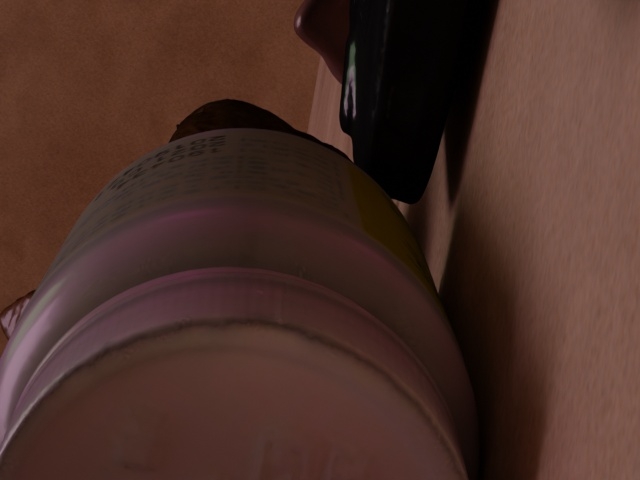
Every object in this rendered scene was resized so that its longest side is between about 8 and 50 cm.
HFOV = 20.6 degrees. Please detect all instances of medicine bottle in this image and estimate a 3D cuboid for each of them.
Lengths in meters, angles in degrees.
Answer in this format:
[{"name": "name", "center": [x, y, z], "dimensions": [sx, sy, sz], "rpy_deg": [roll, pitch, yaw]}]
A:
[{"name": "medicine bottle", "center": [-0.039, 0.075, 0.813], "dimensions": [0.379, 0.213, 0.213], "rpy_deg": [-95, 13, -78]}]

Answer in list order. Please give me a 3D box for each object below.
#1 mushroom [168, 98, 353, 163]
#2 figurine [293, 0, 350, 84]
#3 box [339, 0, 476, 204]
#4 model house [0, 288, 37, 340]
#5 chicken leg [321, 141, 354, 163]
[{"name": "mushroom", "center": [-0.046, 0.061, 1.169], "dimensions": [0.263, 0.195, 0.283], "rpy_deg": [74, -140, -78]}, {"name": "figurine", "center": [-0.037, -0.296, 1.224], "dimensions": [0.193, 0.421, 0.154], "rpy_deg": [-12, 42, 45]}, {"name": "box", "center": [0.061, -0.204, 1.031], "dimensions": [0.289, 0.073, 0.290], "rpy_deg": [-86, 5, -57]}, {"name": "model house", "center": [-0.144, 0.159, 1.569], "dimensions": [0.295, 0.329, 0.252], "rpy_deg": [-93, 15, -84]}, {"name": "chicken leg", "center": [0.000, 0.000, 1.638], "dimensions": [0.304, 0.093, 0.113], "rpy_deg": [93, 173, -73]}]
